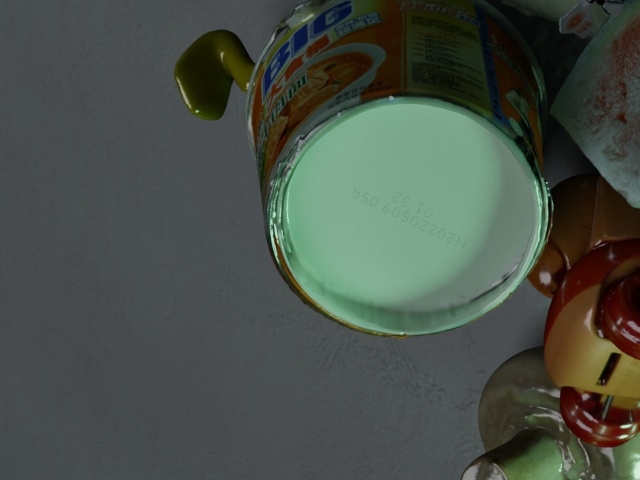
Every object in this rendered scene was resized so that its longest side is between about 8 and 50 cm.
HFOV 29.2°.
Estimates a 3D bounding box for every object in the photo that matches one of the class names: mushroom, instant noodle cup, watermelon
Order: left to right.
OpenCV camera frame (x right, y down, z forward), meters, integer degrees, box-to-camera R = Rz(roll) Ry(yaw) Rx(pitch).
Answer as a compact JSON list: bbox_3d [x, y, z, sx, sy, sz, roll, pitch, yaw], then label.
[{"bbox_3d":[0.072,-0.062,1.071,0.296,0.214,0.296,0,119,0],"label":"instant noodle cup"},{"bbox_3d":[0.236,0.217,1.264,0.207,0.215,0.207,24,125,40],"label":"mushroom"},{"bbox_3d":[0.297,-0.101,0.950,0.290,0.214,0.319,10,129,35],"label":"watermelon"}]

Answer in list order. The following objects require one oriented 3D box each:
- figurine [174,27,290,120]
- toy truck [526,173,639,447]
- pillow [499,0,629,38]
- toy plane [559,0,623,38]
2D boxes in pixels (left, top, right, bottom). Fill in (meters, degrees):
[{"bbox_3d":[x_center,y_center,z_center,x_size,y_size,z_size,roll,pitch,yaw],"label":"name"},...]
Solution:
[{"bbox_3d":[0.050,-0.123,1.248,0.338,0.205,0.283,-15,86,42],"label":"figurine"},{"bbox_3d":[0.312,0.048,1.105,0.265,0.239,0.189,7,138,-4],"label":"toy truck"},{"bbox_3d":[0.149,-0.333,1.026,0.310,0.119,0.312,29,142,29],"label":"pillow"},{"bbox_3d":[0.256,-0.233,0.951,0.197,0.078,0.053,-47,59,22],"label":"toy plane"}]
